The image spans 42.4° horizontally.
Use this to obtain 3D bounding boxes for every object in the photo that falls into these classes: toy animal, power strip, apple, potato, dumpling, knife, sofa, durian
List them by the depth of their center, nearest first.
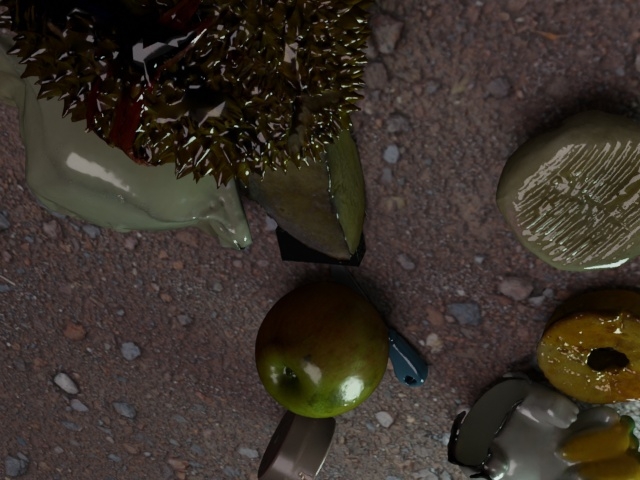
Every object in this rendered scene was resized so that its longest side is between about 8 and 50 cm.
[{"bbox_3d":[-0.121,-0.228,0.806,0.384,0.347,0.348,45,130,-10],"label":"durian"},{"bbox_3d":[-0.025,-0.092,1.046,0.138,0.098,0.243,7,136,22],"label":"potato"},{"bbox_3d":[-0.252,-0.118,1.068,0.395,0.233,0.315,33,171,-11],"label":"dumpling"},{"bbox_3d":[0.000,0.000,1.151,0.118,0.039,0.060,4,130,19],"label":"sofa"},{"bbox_3d":[-0.001,0.159,1.179,0.196,0.196,0.196,12,131,14],"label":"apple"},{"bbox_3d":[0.338,0.347,1.208,0.310,0.182,0.247,42,141,-18],"label":"toy animal"},{"bbox_3d":[0.079,0.127,1.235,0.058,0.032,0.244,-23,112,45],"label":"knife"},{"bbox_3d":[-0.041,0.348,1.385,0.078,0.154,0.154,28,133,-5],"label":"power strip"}]

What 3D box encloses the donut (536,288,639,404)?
[{"bbox_3d":[0.383,0.137,1.084,0.174,0.074,0.190,40,136,-13],"label":"donut"}]

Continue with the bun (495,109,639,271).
[{"bbox_3d":[0.300,-0.066,0.916,0.178,0.128,0.193,37,121,-10],"label":"bun"}]
